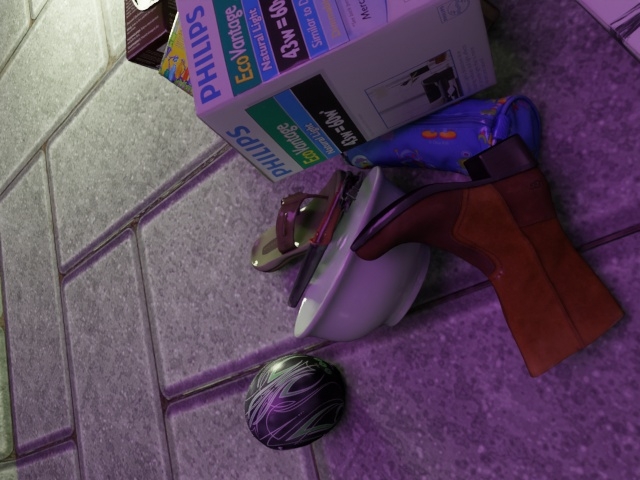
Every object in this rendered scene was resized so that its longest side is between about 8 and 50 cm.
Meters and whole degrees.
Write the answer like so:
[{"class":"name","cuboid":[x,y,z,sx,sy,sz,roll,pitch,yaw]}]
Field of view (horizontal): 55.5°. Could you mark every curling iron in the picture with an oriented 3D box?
[{"class":"curling iron","cuboid":[0.000,0.000,1.032,0.035,0.068,0.274,26,112,-4]}]

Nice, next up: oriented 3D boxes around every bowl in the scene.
[{"class":"bowl","cuboid":[0.080,0.043,0.954,0.298,0.134,0.297,-155,90,-86]}]

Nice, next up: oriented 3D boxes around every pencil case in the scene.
[{"class":"pencil case","cuboid":[0.170,-0.160,0.926,0.306,0.133,0.119,11,89,43]}]

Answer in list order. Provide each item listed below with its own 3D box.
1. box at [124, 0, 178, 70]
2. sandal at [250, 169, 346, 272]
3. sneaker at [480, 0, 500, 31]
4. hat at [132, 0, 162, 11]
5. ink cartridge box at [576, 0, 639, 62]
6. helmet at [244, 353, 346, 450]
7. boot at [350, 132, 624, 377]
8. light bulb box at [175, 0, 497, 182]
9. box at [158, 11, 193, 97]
[{"class":"box","cuboid":[-0.342,-0.519,1.420,0.167,0.169,0.203,-16,76,42]},{"class":"sandal","cuboid":[-0.055,-0.029,1.140,0.303,0.086,0.120,-36,37,38]},{"class":"sneaker","cuboid":[0.197,-0.381,0.960,0.071,0.066,0.188,-54,53,28]},{"class":"hat","cuboid":[-0.324,-0.634,1.209,0.331,0.134,0.331,-19,56,31]},{"class":"ink cartridge box","cuboid":[0.405,-0.223,0.656,0.114,0.197,0.272,-47,57,29]},{"class":"helmet","cuboid":[-0.051,0.286,1.085,0.169,0.162,0.169,-4,84,44]},{"class":"boot","cuboid":[0.209,0.045,0.780,0.280,0.264,0.096,61,173,-2]},{"class":"light bulb box","cuboid":[0.004,-0.331,0.855,0.361,0.225,0.357,-23,65,14]},{"class":"box","cuboid":[-0.147,-0.400,1.217,0.290,0.177,0.279,39,113,39]}]
